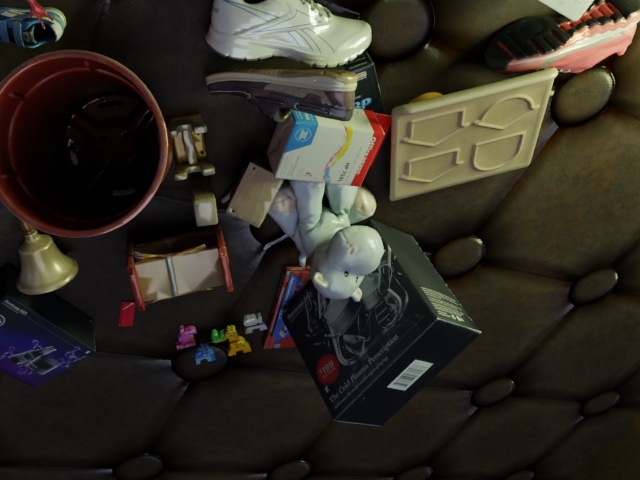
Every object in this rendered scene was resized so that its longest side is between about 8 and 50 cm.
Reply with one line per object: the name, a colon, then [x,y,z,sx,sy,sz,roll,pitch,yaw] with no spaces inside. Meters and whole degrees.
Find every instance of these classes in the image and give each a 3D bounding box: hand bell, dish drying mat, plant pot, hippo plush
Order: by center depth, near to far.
plant pot: [-0.360,-0.153,1.235,0.272,0.265,0.272,0,96,-1]
hand bell: [-0.569,-0.028,1.475,0.126,0.126,0.242,-14,123,-6]
hippo plush: [0.000,0.000,1.585,0.234,0.237,0.294,27,120,-38]
dish drying mat: [-0.447,0.170,1.759,0.032,0.008,0.083,1,133,-21]

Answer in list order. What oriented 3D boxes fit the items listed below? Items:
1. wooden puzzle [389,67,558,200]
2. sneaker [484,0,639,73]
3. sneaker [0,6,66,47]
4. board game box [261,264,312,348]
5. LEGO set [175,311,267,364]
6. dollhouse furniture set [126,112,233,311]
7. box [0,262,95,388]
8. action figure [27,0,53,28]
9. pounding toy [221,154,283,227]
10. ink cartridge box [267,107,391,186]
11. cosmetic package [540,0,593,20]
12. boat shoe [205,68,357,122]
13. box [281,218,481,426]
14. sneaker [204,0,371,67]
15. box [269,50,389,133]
wooden puzzle: [0.292,-0.222,1.557,0.322,0.081,0.348,-14,154,-4]
sneaker: [0.475,-0.368,1.482,0.313,0.116,0.136,-18,140,0]
sneaker: [-0.480,-0.336,1.210,0.144,0.059,0.053,-10,138,-9]
board game box: [-0.048,0.167,1.886,0.145,0.027,0.281,-1,133,-21]
LEGO set: [-0.238,0.228,1.835,0.227,0.087,0.093,-13,136,-9]
dollhouse furniture set: [-0.302,-0.063,1.512,0.201,0.152,0.374,-11,118,-9]
box: [-0.645,0.190,1.644,0.184,0.103,0.261,-33,135,10]
action figure: [-0.385,-0.432,1.123,0.280,0.091,0.139,-31,126,11]
pounding toy: [-0.140,-0.100,1.518,0.100,0.141,0.130,27,103,-3]
ink cartridge box: [0.029,-0.182,1.456,0.231,0.078,0.134,4,132,-24]
cosmetic package: [0.413,-0.508,1.292,0.151,0.151,0.184,15,127,-32]
boat shoe: [-0.073,-0.252,1.324,0.285,0.103,0.092,5,105,20]
box: [0.125,0.190,1.734,0.179,0.312,0.343,20,119,-44]
sneaker: [-0.046,-0.373,1.300,0.297,0.111,0.129,-2,124,-21]
box: [0.011,-0.250,1.477,0.220,0.051,0.175,-19,137,0]
